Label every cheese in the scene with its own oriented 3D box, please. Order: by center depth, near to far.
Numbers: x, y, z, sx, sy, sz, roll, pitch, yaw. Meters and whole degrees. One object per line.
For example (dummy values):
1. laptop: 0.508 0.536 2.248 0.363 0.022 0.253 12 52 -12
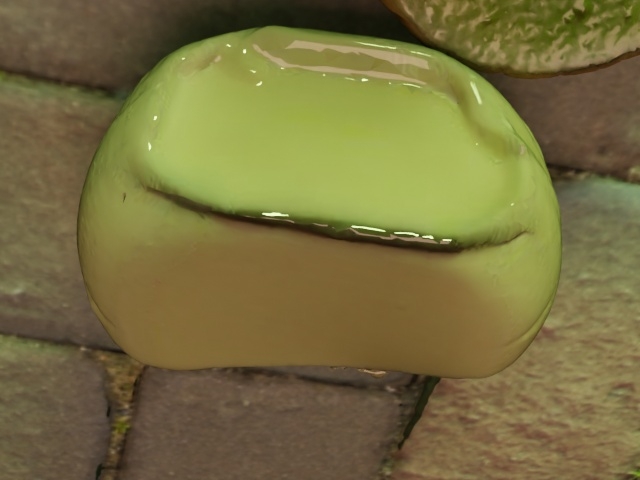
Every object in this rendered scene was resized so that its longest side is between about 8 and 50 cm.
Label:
1. cheese: 0.000 0.000 0.555 0.266 0.127 0.233 6 146 1

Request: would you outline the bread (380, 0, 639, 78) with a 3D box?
1. bread: 0.110 -0.183 0.461 0.236 0.070 0.236 -2 132 -2
